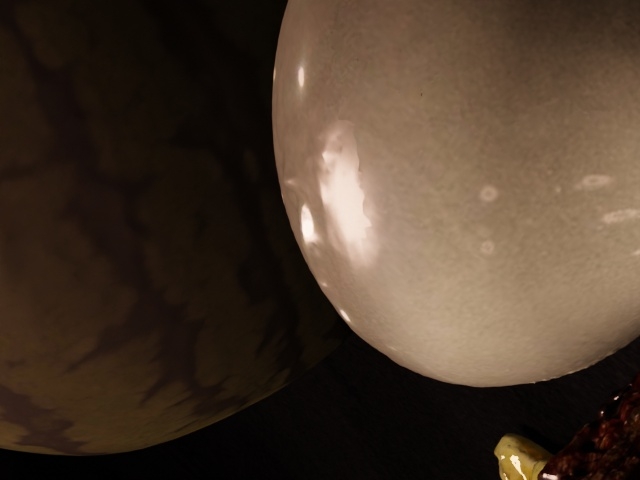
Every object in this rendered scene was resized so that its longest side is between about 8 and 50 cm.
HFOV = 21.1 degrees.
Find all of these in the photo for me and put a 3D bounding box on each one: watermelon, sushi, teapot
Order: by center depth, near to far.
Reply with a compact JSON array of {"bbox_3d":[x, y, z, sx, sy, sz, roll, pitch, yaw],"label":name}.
[{"bbox_3d":[0.118,-0.034,0.489,0.251,0.183,0.183,9,145,36],"label":"teapot"},{"bbox_3d":[-0.107,-0.078,0.623,0.279,0.279,0.359,24,153,40],"label":"watermelon"},{"bbox_3d":[0.162,0.112,0.814,0.094,0.084,0.098,23,149,50],"label":"sushi"}]

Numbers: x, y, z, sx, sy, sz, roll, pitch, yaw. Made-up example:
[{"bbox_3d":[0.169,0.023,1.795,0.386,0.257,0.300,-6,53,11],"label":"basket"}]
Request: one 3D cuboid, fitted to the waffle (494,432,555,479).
[{"bbox_3d":[0.191,0.206,0.977,0.223,0.054,0.204,53,169,-24],"label":"waffle"}]
